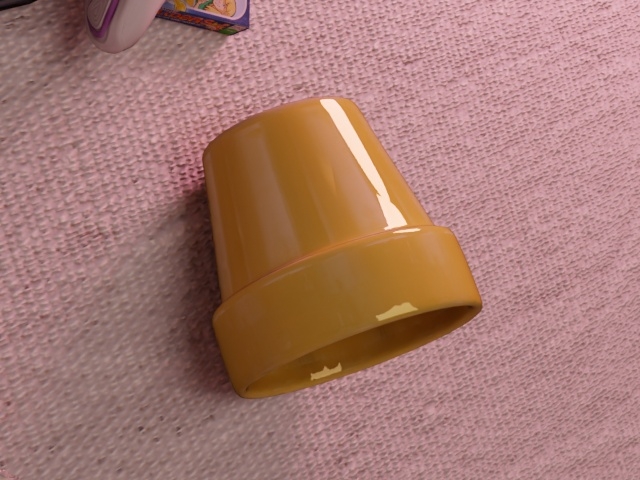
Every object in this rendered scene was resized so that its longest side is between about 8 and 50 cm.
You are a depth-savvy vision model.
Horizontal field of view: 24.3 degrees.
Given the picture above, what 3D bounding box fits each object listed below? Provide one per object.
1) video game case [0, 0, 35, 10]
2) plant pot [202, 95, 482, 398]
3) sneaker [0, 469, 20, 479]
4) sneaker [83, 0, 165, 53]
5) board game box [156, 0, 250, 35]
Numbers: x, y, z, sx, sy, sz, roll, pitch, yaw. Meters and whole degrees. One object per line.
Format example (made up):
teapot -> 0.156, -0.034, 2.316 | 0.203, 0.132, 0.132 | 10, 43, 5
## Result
video game case -> -0.392, -0.298, 1.278 | 0.275, 0.035, 0.248 | -24, 99, -40
plant pot -> 0.000, 0.000, 1.442 | 0.254, 0.254, 0.239 | -8, 72, -41
sneaker -> -0.265, 0.280, 1.258 | 0.293, 0.102, 0.146 | 32, 68, -27
sneaker -> -0.115, -0.287, 1.411 | 0.152, 0.114, 0.305 | 39, 60, -27
board game box -> -0.133, -0.319, 1.503 | 0.136, 0.035, 0.201 | 8, 78, -39
